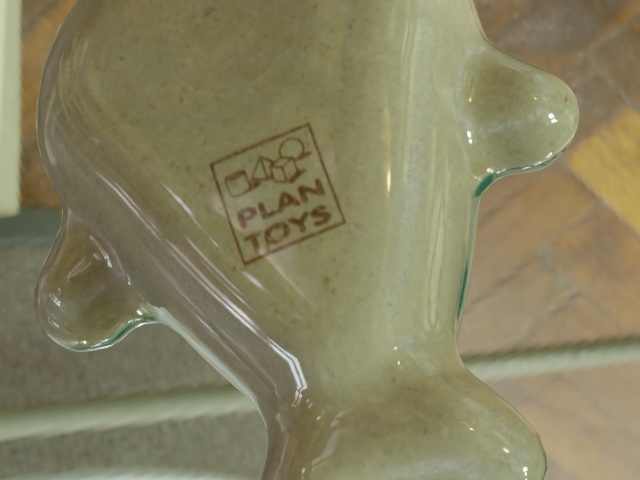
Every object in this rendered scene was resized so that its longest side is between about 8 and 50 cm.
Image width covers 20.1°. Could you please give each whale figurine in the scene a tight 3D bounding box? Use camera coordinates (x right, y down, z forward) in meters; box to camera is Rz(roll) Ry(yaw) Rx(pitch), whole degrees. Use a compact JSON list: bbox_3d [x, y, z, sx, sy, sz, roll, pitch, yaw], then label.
[{"bbox_3d":[0.000,0.000,0.685,0.216,0.272,0.141,-24,151,5],"label":"whale figurine"}]
